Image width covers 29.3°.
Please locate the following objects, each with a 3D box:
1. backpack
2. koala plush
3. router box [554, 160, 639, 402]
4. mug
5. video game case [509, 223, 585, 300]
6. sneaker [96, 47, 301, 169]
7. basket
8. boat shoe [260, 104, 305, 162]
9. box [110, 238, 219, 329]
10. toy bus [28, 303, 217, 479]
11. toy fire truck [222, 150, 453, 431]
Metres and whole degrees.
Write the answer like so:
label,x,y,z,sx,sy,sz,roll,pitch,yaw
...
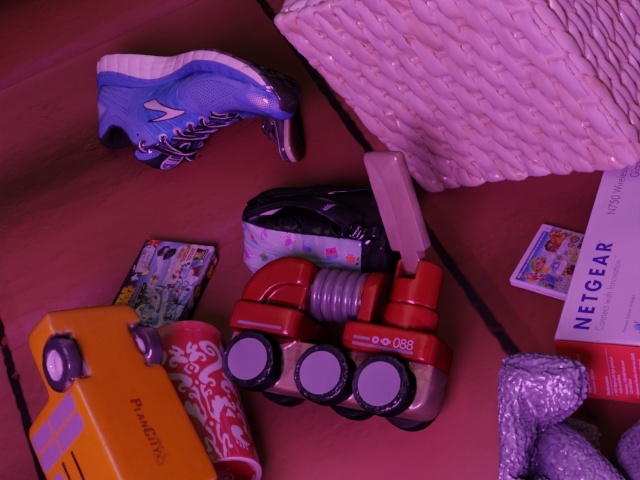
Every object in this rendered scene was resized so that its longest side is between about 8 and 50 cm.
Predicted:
label,x,y,z,sx,sy,sz,roll,pitch,yaw
backpack,0.000,0.000,1.352,0.182,0.115,0.152,3,19,17
koala plush,0.272,0.213,1.042,0.221,0.196,0.203,-4,60,15
router box,0.413,0.019,1.192,0.301,0.082,0.335,3,43,24
mug,-0.138,0.193,1.255,0.150,0.113,0.169,-47,46,23
video game case,0.277,0.030,1.314,0.122,0.011,0.087,17,57,30
sneaker,-0.160,-0.159,1.554,0.330,0.130,0.147,3,84,40
basket,0.187,-0.252,1.337,0.328,0.331,0.266,-6,49,45
boat shoe,-0.051,-0.146,1.558,0.049,0.056,0.152,-17,36,10
box,-0.187,0.061,1.429,0.094,0.027,0.137,7,52,22
toy bus,-0.172,0.223,1.127,0.108,0.130,0.332,-6,56,-43
toy fire truck,0.027,0.046,1.223,0.217,0.158,0.246,8,76,24
